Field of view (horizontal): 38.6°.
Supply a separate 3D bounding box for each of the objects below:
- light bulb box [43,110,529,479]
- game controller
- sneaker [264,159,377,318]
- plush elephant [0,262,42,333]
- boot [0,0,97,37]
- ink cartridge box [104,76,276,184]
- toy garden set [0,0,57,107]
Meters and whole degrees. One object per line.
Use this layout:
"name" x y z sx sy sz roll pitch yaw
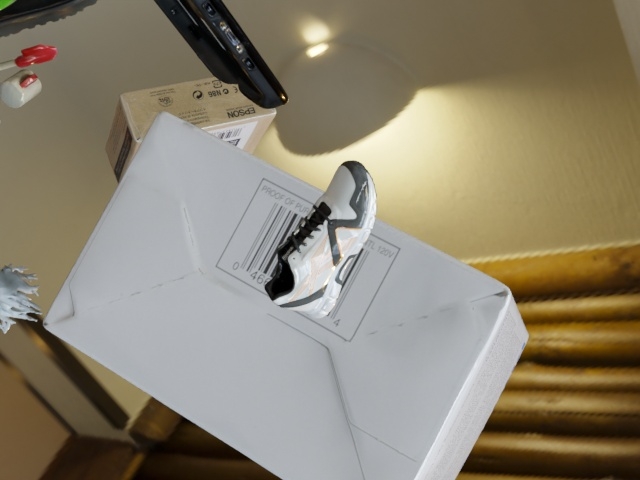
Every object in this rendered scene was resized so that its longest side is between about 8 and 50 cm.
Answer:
"light bulb box" -0.003 0.090 0.907 0.358 0.361 0.225 28 -93 18
"game controller" -0.143 -0.281 1.096 0.166 0.319 0.067 35 -99 37
"sneaker" 0.000 0.000 0.570 0.040 0.043 0.109 44 -62 53
"plush elephant" -0.499 0.056 0.970 0.255 0.330 0.272 -40 -148 28
"boot" -0.489 -0.456 1.406 0.348 0.260 0.131 -24 -124 -1
"ink cartridge box" -0.211 -0.175 1.461 0.234 0.088 0.193 -15 165 -23
"toy garden set" -0.342 -0.189 0.855 0.244 0.204 0.049 -22 -159 32
